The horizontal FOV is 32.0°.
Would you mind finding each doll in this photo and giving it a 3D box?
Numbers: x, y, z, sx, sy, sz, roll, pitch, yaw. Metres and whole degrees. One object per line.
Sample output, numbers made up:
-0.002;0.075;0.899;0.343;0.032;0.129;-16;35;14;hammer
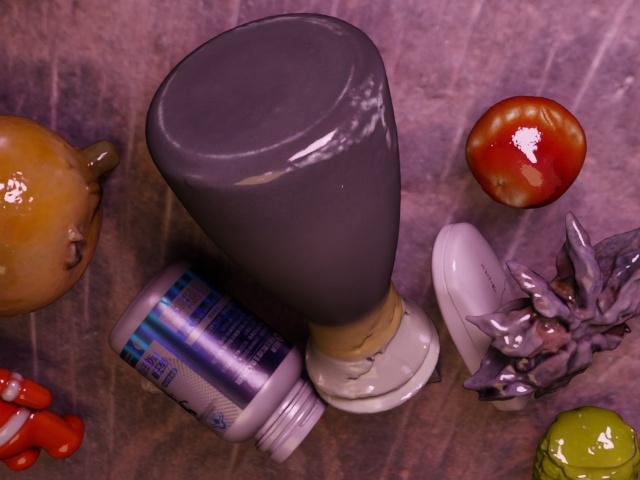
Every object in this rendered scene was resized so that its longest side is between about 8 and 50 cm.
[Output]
-0.408;0.140;1.176;0.200;0.105;0.336;-21;132;35;doll

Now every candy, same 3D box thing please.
0.249;0.245;1.077;0.097;0.096;0.209;8;139;10;candy

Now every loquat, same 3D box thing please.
-0.259;-0.025;0.933;0.204;0.149;0.172;-27;103;-2;loquat

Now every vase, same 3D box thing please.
0.000;0.000;0.866;0.173;0.173;0.321;-2;137;19;vase

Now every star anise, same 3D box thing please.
0.201;0.062;0.886;0.204;0.061;0.180;-33;141;-4;star anise

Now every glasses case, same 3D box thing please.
0.140;0.067;0.945;0.049;0.074;0.193;-7;131;28;glasses case

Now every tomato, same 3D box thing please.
0.149;-0.062;0.816;0.087;0.075;0.087;12;136;11;tomato

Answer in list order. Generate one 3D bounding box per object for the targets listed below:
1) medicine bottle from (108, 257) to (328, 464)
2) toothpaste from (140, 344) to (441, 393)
-0.087;0.111;1.006;0.191;0.107;0.107;39;134;1;medicine bottle
-0.034;0.129;1.082;0.301;0.048;0.075;-4;121;18;toothpaste
